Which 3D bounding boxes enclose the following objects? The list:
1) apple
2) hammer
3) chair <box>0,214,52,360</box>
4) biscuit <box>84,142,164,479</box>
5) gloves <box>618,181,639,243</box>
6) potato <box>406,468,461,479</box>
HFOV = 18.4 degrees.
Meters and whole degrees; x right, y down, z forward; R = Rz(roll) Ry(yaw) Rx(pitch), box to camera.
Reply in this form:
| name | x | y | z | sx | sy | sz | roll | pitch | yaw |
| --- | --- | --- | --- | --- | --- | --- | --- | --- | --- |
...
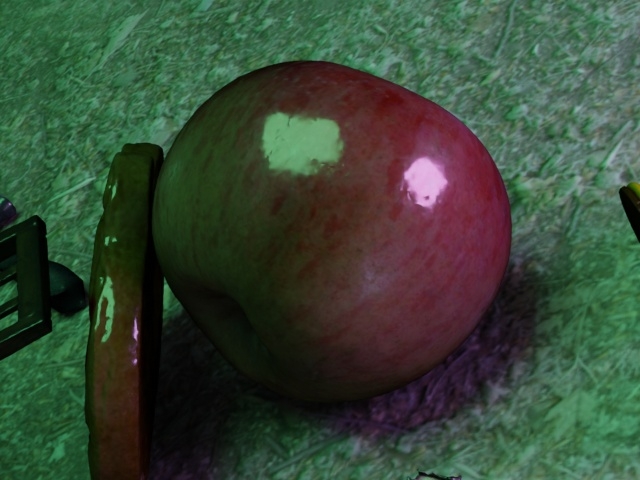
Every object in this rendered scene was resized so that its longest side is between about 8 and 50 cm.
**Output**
| name | x | y | z | sx | sy | sz | roll | pitch | yaw |
| --- | --- | --- | --- | --- | --- | --- | --- | --- | --- |
| apple | 0.000 | 0.000 | 1.764 | 0.344 | 0.345 | 0.269 | 14 | 73 | 49 |
| hammer | -0.353 | 0.032 | 2.271 | 0.137 | 0.037 | 0.290 | -45 | 35 | -15 |
| chair | -0.397 | 0.189 | 1.954 | 0.416 | 0.241 | 0.203 | -25 | 35 | 9 |
| biscuit | -0.186 | 0.060 | 1.865 | 0.063 | 0.314 | 0.367 | 1 | 37 | 0 |
| gloves | 0.410 | -0.060 | 1.674 | 0.294 | 0.116 | 0.133 | -27 | 41 | 2 |
| potato | 0.143 | 0.252 | 1.552 | 0.172 | 0.089 | 0.101 | 13 | 72 | 10 |
